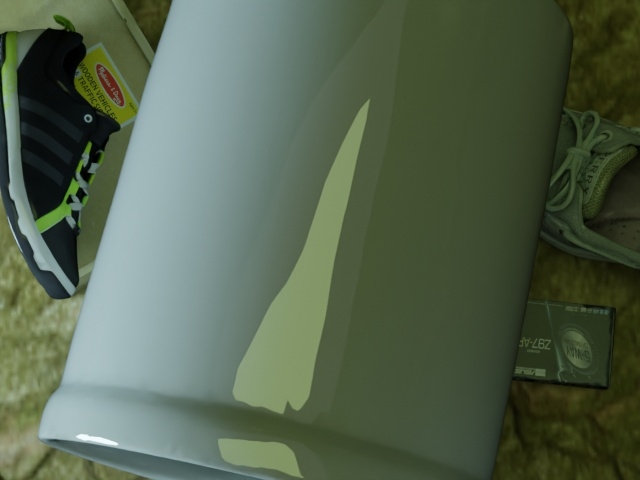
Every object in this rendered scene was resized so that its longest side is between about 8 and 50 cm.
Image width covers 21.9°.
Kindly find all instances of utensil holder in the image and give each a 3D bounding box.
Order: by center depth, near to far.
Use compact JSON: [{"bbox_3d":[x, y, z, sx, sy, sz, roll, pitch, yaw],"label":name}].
[{"bbox_3d":[0.000,0.000,1.215,0.328,0.327,0.385,12,77,5],"label":"utensil holder"}]

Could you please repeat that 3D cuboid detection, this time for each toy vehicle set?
[{"bbox_3d":[-0.207,-0.108,1.391,0.166,0.035,0.267,-30,78,-5],"label":"toy vehicle set"}]

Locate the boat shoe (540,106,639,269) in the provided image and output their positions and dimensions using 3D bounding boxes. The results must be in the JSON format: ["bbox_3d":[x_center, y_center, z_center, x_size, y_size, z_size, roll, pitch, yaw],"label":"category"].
[{"bbox_3d":[0.261,-0.027,1.306,0.320,0.103,0.118,33,81,23],"label":"boat shoe"}]

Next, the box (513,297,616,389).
[{"bbox_3d":[0.195,0.084,1.343,0.083,0.018,0.067,7,77,3],"label":"box"}]

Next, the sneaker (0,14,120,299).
[{"bbox_3d":[-0.206,-0.072,1.321,0.097,0.084,0.234,-12,78,-2],"label":"sneaker"}]
